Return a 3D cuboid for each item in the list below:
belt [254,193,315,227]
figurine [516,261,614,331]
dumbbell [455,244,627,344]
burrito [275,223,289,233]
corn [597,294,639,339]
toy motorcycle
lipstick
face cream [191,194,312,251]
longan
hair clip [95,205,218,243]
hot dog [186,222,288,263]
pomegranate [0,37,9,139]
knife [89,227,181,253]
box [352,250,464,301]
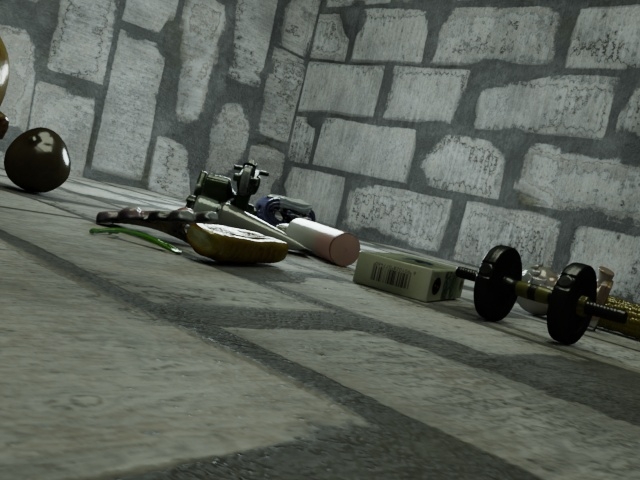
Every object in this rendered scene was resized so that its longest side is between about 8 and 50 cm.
[{"bbox_3d":[-0.132,-0.104,2.688,0.231,0.139,0.126,14,2,-30],"label":"belt"},{"bbox_3d":[0.542,0.112,1.594,0.237,0.141,0.162,14,14,28],"label":"figurine"},{"bbox_3d":[0.383,0.093,1.241,0.325,0.143,0.143,16,4,41],"label":"dumbbell"},{"bbox_3d":[-0.021,-0.003,2.067,0.226,0.060,0.087,13,4,14],"label":"burrito"},{"bbox_3d":[0.709,0.182,1.600,0.086,0.086,0.288,10,7,-46],"label":"corn"},{"bbox_3d":[-0.257,-0.117,1.846,0.205,0.275,0.127,14,46,-1],"label":"toy motorcycle"},{"bbox_3d":[0.000,0.000,1.860,0.087,0.087,0.327,12,4,-23],"label":"lipstick"},{"bbox_3d":[-0.176,-0.030,1.767,0.314,0.089,0.143,18,-5,-12],"label":"face cream"},{"bbox_3d":[-0.741,-0.207,1.816,0.189,0.189,0.189,13,3,-1],"label":"longan"},{"bbox_3d":[-0.332,-0.038,1.417,0.257,0.075,0.146,9,7,16],"label":"hair clip"},{"bbox_3d":[-0.147,0.012,1.283,0.088,0.061,0.286,19,4,30],"label":"hot dog"},{"bbox_3d":[-0.833,-0.319,1.415,0.417,0.416,0.416,13,3,-1],"label":"pomegranate"},{"bbox_3d":[-0.321,-0.004,1.220,0.166,0.022,0.078,13,8,15],"label":"knife"},{"bbox_3d":[0.197,0.076,1.485,0.164,0.069,0.256,15,4,27],"label":"box"}]
